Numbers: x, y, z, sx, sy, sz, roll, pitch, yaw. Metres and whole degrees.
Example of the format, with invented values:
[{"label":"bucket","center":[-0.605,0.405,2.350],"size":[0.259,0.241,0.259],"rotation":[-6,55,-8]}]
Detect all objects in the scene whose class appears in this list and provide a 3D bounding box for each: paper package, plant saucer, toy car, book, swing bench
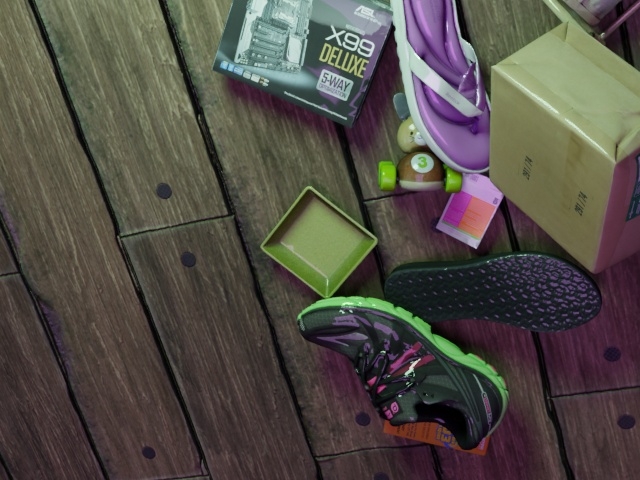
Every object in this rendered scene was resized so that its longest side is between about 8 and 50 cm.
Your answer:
[{"label":"paper package","center":[0.443,-0.151,1.541],"size":[0.168,0.309,0.324],"rotation":[-32,145,-14]},{"label":"plant saucer","center":[0.000,0.000,1.927],"size":[0.188,0.045,0.188],"rotation":[38,116,-3]},{"label":"toy car","center":[0.194,-0.192,1.759],"size":[0.155,0.149,0.188],"rotation":[1,100,1]},{"label":"book","center":[0.306,-0.069,1.831],"size":[0.096,0.035,0.144],"rotation":[26,115,6]},{"label":"swing bench","center":[0.485,-0.496,1.547],"size":[0.254,0.165,0.253],"rotation":[46,115,-1]}]

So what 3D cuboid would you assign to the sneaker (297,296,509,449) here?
[{"label":"sneaker","center":[0.163,0.274,1.892],"size":[0.483,0.202,0.185],"rotation":[28,151,3]}]

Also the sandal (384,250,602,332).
[{"label":"sandal","center":[0.350,0.088,1.856],"size":[0.446,0.107,0.167],"rotation":[1,113,27]}]

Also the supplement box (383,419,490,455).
[{"label":"supplement box","center":[0.262,0.402,2.006],"size":[0.234,0.080,0.078],"rotation":[10,115,8]}]

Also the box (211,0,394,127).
[{"label":"box","center":[-0.029,-0.391,1.759],"size":[0.308,0.076,0.242],"rotation":[24,115,4]}]

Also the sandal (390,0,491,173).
[{"label":"sandal","center":[0.231,-0.316,1.655],"size":[0.169,0.102,0.416],"rotation":[-25,99,-23]}]
